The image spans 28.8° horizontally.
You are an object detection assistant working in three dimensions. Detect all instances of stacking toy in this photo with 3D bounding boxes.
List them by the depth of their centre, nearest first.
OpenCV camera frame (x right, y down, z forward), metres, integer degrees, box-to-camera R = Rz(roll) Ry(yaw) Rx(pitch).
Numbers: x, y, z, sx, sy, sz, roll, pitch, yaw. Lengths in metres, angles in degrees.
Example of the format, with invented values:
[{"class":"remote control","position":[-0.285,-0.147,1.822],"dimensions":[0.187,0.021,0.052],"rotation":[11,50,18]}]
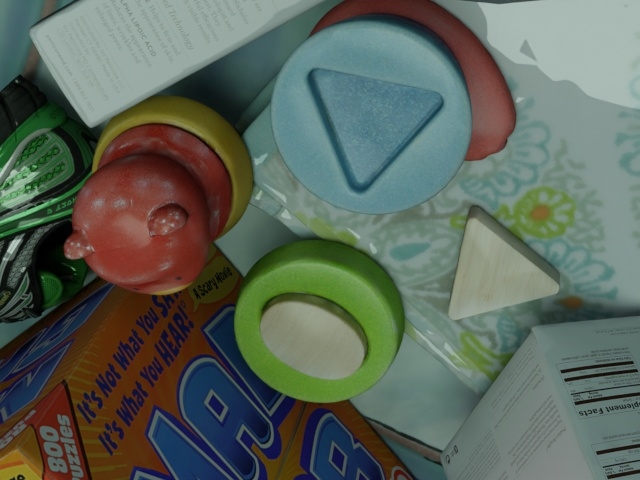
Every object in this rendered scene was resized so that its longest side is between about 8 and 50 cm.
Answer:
[{"class":"stacking toy","position":[0.000,0.000,0.859],"dimensions":[0.309,0.130,0.279],"rotation":[-26,108,22]}]

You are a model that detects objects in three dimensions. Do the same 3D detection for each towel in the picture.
[{"class":"towel","position":[0.148,-0.080,0.915],"dimensions":[0.320,0.090,0.374],"rotation":[40,116,-10]}]

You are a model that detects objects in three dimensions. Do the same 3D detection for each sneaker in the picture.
[{"class":"sneaker","position":[-0.289,0.037,1.034],"dimensions":[0.146,0.134,0.343],"rotation":[37,116,-7]}]

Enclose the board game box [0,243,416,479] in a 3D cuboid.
[{"class":"board game box","position":[-0.166,0.271,0.988],"dimensions":[0.356,0.356,0.356],"rotation":[-34,103,23]}]

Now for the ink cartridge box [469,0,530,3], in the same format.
[{"class":"ink cartridge box","position":[0.109,-0.231,0.713],"dimensions":[0.127,0.128,0.176],"rotation":[7,99,51]}]

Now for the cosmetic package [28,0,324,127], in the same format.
[{"class":"cosmetic package","position":[-0.078,-0.175,0.875],"dimensions":[0.231,0.117,0.085],"rotation":[-29,105,6]}]

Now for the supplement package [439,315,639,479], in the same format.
[{"class":"supplement package","position":[0.213,0.192,0.905],"dimensions":[0.149,0.203,0.194],"rotation":[-4,144,-22]}]
